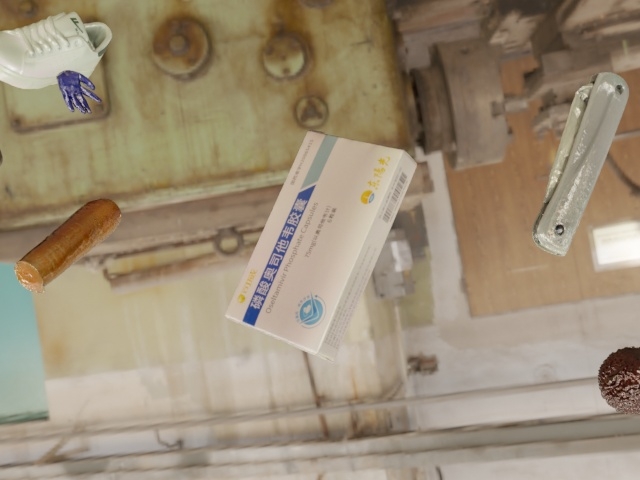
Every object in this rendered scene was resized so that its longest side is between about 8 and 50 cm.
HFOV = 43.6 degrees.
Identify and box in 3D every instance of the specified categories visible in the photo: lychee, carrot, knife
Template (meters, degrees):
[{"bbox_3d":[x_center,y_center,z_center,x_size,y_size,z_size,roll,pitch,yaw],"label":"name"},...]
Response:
[{"bbox_3d":[0.559,0.246,1.408,0.129,0.123,0.123,8,176,-1],"label":"lychee"},{"bbox_3d":[-0.388,-0.003,1.262,0.067,0.067,0.225,-11,-154,29],"label":"carrot"},{"bbox_3d":[0.352,-0.110,1.097,0.073,0.265,0.040,24,173,-20],"label":"knife"}]

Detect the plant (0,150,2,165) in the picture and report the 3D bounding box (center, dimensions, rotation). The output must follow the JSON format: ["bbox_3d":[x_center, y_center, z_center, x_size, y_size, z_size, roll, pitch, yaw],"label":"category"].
[{"bbox_3d":[-0.671,-0.179,1.452,0.142,0.164,0.256,-12,-152,-3],"label":"plant"}]

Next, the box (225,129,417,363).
[{"bbox_3d":[0.000,0.000,1.274,0.200,0.343,0.065,17,169,37],"label":"box"}]

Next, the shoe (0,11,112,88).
[{"bbox_3d":[-0.613,-0.445,1.815,0.160,0.132,0.363,-43,172,24],"label":"shoe"}]

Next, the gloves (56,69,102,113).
[{"bbox_3d":[-0.433,-0.267,1.434,0.064,0.086,0.026,-28,180,-28],"label":"gloves"}]
